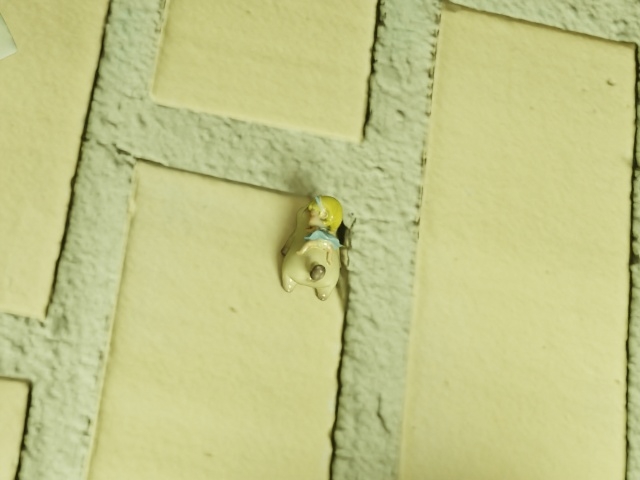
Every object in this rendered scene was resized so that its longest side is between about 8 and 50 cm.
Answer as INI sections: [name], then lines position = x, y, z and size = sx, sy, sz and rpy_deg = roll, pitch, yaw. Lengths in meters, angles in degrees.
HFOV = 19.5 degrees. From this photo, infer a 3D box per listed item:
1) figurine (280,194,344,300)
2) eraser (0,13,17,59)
[figurine]
position = 0.000, 0.000, 1.390
size = 0.047, 0.050, 0.083
rpy_deg = 13, 60, -15
[eraser]
position = -0.330, -0.129, 1.325
size = 0.225, 0.052, 0.095
rpy_deg = -33, 102, -38
